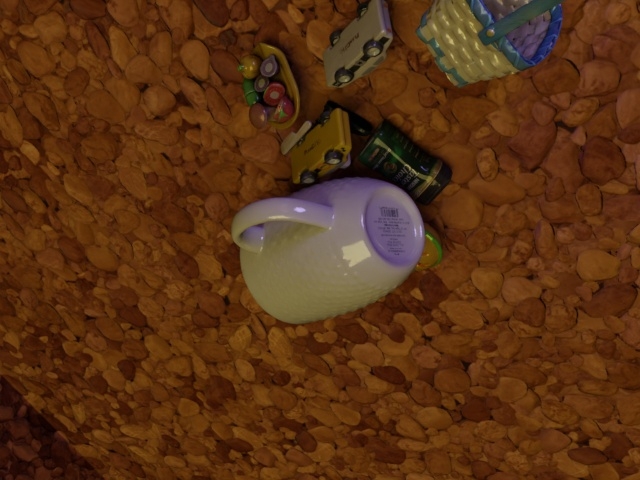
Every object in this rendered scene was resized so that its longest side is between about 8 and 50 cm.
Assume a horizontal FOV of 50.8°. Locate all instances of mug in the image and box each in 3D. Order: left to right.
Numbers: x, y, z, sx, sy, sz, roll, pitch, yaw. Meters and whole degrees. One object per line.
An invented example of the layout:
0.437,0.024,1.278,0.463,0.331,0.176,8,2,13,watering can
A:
0.000,0.000,1.344,0.374,0.276,0.328,17,156,-35,mug

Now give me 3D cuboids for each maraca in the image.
0.197,0.018,1.484,0.127,0.099,0.185,45,152,-3,maraca

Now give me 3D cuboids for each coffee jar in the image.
0.174,-0.155,1.378,0.184,0.079,0.096,34,128,-5,coffee jar

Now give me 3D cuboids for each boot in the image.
0.039,-0.223,1.402,0.121,0.045,0.099,32,126,6,boot

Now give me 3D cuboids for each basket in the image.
0.315,-0.388,1.062,0.201,0.255,0.289,45,145,-12,basket

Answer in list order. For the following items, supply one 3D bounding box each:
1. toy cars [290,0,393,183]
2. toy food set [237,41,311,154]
0.052,-0.269,1.297,0.087,0.176,0.394,6,116,-32,toy cars
-0.108,-0.285,1.337,0.128,0.071,0.218,-28,84,50,toy food set
